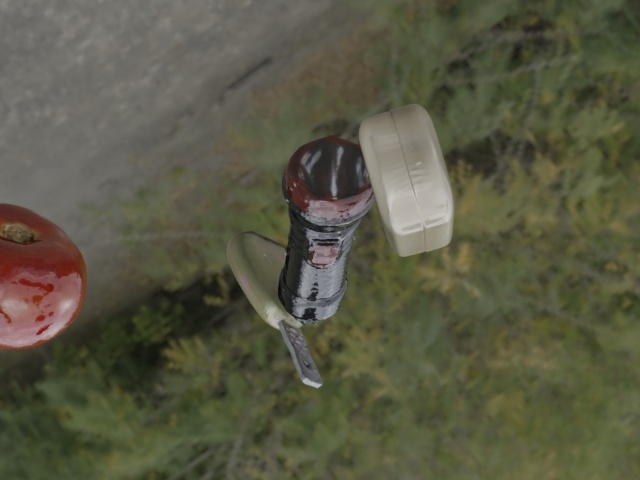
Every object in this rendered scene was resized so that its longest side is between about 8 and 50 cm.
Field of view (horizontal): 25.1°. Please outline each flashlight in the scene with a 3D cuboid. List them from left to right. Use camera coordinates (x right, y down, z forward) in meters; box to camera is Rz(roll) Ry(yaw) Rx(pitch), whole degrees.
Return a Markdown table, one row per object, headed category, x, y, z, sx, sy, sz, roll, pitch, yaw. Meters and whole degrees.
| category | x | y | z | sx | sy | sz | roll | pitch | yaw |
| --- | --- | --- | --- | --- | --- | --- | --- | --- | --- |
| flashlight | 0.000 | 0.000 | 1.381 | 0.093 | 0.093 | 0.232 | -32 | 154 | -26 |

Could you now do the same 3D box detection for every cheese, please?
| category | x | y | z | sx | sy | sz | roll | pitch | yaw |
| --- | --- | --- | --- | --- | --- | --- | --- | --- | --- |
| cheese | -0.039 | 0.075 | 1.506 | 0.037 | 0.192 | 0.097 | -42 | 140 | 21 |

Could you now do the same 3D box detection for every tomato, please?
| category | x | y | z | sx | sy | sz | roll | pitch | yaw |
| --- | --- | --- | --- | --- | --- | --- | --- | --- | --- |
| tomato | -0.369 | 0.045 | 1.690 | 0.195 | 0.195 | 0.136 | -26 | 141 | -56 |

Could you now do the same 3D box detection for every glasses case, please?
| category | x | y | z | sx | sy | sz | roll | pitch | yaw |
| --- | --- | --- | --- | --- | --- | --- | --- | --- | --- |
| glasses case | 0.060 | -0.037 | 0.975 | 0.050 | 0.083 | 0.196 | -13 | 174 | 3 |
